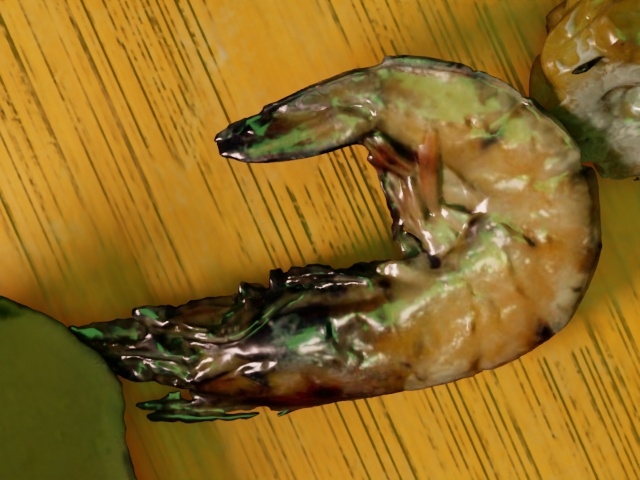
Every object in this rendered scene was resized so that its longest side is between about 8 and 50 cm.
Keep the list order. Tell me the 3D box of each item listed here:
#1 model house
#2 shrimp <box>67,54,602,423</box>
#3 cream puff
[{"bbox_3d":[-0.251,0.153,1.193,0.189,0.195,0.214,-23,83,39],"label":"model house"},{"bbox_3d":[0.000,0.000,1.197,0.365,0.071,0.233,-9,111,6],"label":"shrimp"},{"bbox_3d":[0.209,-0.120,1.198,0.121,0.156,0.156,0,93,43],"label":"cream puff"}]
